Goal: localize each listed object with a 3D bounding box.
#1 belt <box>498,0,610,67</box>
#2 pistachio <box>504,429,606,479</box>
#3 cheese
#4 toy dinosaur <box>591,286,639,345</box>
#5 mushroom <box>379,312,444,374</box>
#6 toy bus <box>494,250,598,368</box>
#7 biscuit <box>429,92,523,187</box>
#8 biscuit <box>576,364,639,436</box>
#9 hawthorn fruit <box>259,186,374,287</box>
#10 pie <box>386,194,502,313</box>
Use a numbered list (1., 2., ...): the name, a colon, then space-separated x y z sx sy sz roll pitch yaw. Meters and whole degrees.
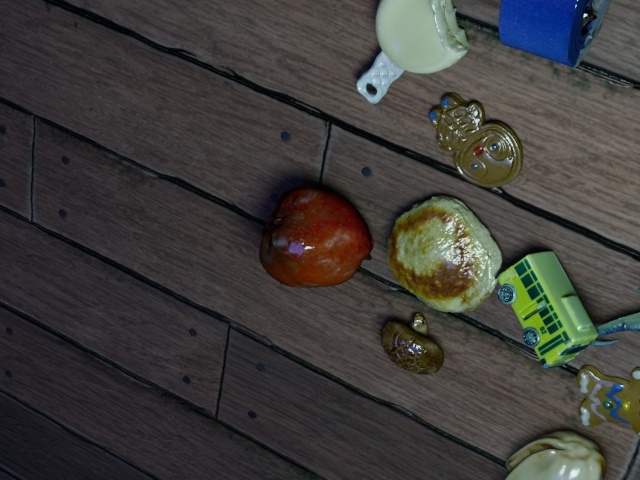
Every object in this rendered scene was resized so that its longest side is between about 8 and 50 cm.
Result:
1. belt: 0.344 -0.413 1.640 0.117 0.212 0.347 22 122 20
2. pistachio: 0.407 0.412 2.128 0.144 0.144 0.215 50 137 -1
3. cheese: 0.126 -0.327 1.922 0.249 0.071 0.163 -22 103 40
4. toy dinosaur: 0.567 0.106 1.884 0.363 0.076 0.147 -8 115 33
5. mushroom: 0.164 0.192 2.186 0.126 0.085 0.109 27 129 24
6. toy bus: 0.369 0.110 1.969 0.101 0.088 0.175 -41 66 37
7. biscuit: 0.250 -0.158 1.968 0.175 0.026 0.124 44 130 3
8. biscuit: 0.529 0.273 2.035 0.205 0.031 0.138 7 119 28
9. hawthorn fruit: 0.000 0.000 2.130 0.202 0.185 0.185 15 133 -20
10. pie: 0.209 0.029 2.064 0.205 0.084 0.179 53 131 0
